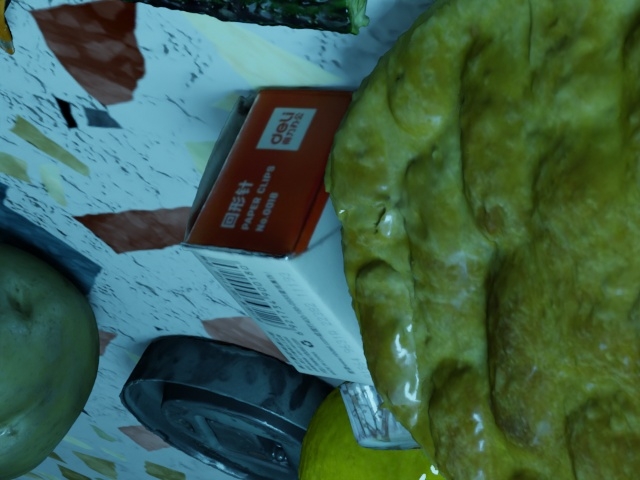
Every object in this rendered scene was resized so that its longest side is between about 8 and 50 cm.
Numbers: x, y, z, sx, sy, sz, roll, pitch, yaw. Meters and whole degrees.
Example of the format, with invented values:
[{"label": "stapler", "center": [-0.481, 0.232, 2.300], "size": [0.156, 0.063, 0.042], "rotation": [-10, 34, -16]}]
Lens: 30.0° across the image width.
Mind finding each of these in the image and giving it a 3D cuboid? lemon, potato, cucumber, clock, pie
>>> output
[{"label": "lemon", "center": [0.077, 0.199, 1.059], "size": [0.188, 0.188, 0.256], "rotation": [30, 152, -14]}, {"label": "potato", "center": [-0.346, 0.124, 1.208], "size": [0.221, 0.243, 0.326], "rotation": [35, 173, 16]}, {"label": "cucumber", "center": [-0.059, -0.148, 0.661], "size": [0.187, 0.058, 0.058], "rotation": [13, 152, 23]}, {"label": "clock", "center": [-0.072, 0.209, 1.347], "size": [0.312, 0.061, 0.312], "rotation": [19, 154, 9]}, {"label": "pie", "center": [0.131, 0.012, 0.582], "size": [0.083, 0.339, 0.339], "rotation": [-11, 178, -38]}]

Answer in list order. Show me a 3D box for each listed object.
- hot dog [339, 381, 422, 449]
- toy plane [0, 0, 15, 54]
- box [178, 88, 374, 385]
[{"label": "hot dog", "center": [0.146, 0.105, 0.876], "size": [0.268, 0.075, 0.144], "rotation": [-5, 161, 7]}, {"label": "toy plane", "center": [-0.209, -0.175, 0.742], "size": [0.135, 0.062, 0.188], "rotation": [20, 168, 7]}, {"label": "box", "center": [0.000, 0.000, 0.809], "size": [0.099, 0.133, 0.182], "rotation": [4, 151, 33]}]
